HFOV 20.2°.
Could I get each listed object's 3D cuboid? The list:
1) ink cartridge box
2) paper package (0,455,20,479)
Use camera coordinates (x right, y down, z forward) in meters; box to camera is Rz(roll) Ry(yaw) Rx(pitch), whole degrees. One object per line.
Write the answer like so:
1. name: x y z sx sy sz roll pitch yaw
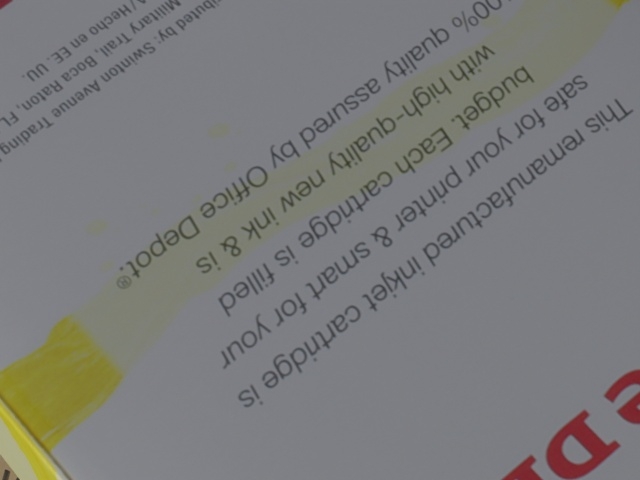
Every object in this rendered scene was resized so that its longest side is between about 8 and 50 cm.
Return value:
1. ink cartridge box: 0.000 0.000 0.665 0.279 0.160 0.385 -37 65 -16
2. paper package: -0.144 0.121 0.950 0.325 0.168 0.309 17 107 14
